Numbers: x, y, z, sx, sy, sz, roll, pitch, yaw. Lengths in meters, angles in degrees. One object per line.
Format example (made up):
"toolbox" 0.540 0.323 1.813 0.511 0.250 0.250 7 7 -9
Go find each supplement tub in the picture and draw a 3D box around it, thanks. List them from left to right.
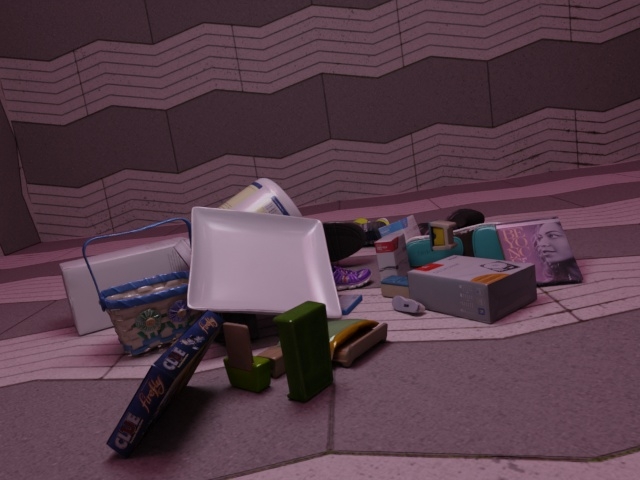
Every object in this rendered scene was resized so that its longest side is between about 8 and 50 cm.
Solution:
"supplement tub" -0.220 0.001 1.543 0.325 0.235 0.235 -37 19 -14

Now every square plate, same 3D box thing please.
"square plate" -0.142 0.056 1.321 0.345 0.049 0.347 5 41 -15

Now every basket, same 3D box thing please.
"basket" -0.405 0.106 1.315 0.255 0.288 0.201 -18 9 -28

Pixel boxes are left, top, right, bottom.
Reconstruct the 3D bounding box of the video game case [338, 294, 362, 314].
"video game case" 0.012 0.166 1.420 0.167 0.015 0.119 -3 13 24

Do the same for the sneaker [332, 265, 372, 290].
"sneaker" 0.066 0.102 1.558 0.170 0.071 0.068 -11 11 -15

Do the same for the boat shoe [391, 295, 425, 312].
"boat shoe" 0.209 0.154 1.299 0.035 0.035 0.100 17 -7 -30

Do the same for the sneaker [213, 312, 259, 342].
"sneaker" -0.237 0.179 1.320 0.106 0.101 0.267 -16 13 -23

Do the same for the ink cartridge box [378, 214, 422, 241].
"ink cartridge box" 0.267 0.006 1.753 0.090 0.143 0.092 -22 0 41

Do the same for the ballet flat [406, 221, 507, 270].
"ballet flat" 0.436 0.025 1.577 0.401 0.139 0.139 -5 11 21

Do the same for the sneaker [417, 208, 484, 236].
"sneaker" 0.457 -0.027 1.892 0.287 0.108 0.130 -21 21 -16

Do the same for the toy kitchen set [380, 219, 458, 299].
"toy kitchen set" 0.261 0.045 1.448 0.122 0.165 0.207 3 15 44

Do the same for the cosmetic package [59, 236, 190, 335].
"cosmetic package" -0.543 0.121 1.598 0.366 0.196 0.155 -12 11 -26

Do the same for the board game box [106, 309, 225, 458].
"board game box" -0.253 0.231 0.930 0.042 0.165 0.243 32 14 0

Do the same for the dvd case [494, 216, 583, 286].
"dvd case" 0.553 0.027 1.403 0.165 0.018 0.221 -7 44 9

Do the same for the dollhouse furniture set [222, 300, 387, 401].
"dollhouse furniture set" -0.024 0.167 1.078 0.198 0.151 0.302 0 14 39

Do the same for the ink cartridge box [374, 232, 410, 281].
"ink cartridge box" 0.202 0.056 1.523 0.056 0.135 0.099 -6 10 30

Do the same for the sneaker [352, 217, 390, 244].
"sneaker" 0.173 -0.017 2.055 0.121 0.110 0.300 -25 11 -24

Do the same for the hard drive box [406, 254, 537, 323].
"hard drive box" 0.350 0.106 1.279 0.181 0.089 0.232 -16 13 -36

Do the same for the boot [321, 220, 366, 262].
"boot" 0.000 0.000 1.918 0.378 0.138 0.284 -19 6 20
